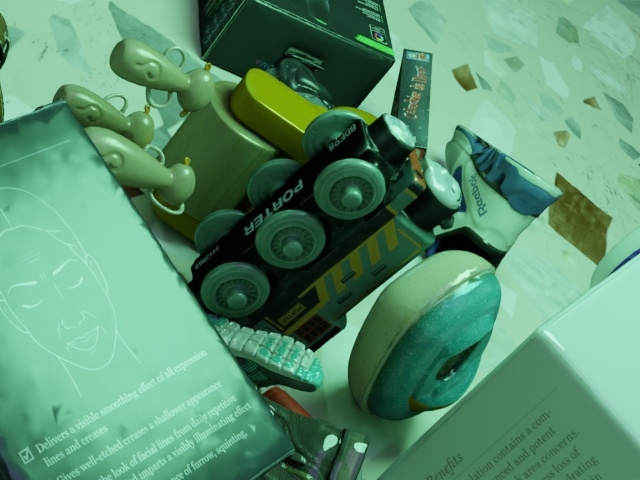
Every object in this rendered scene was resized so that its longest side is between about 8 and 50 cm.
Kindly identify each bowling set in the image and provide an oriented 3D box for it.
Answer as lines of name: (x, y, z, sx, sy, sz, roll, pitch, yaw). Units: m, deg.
bowling set: (-0.237, -0.094, 1.782, 0.154, 0.287, 0.200, 22, 4, -36)

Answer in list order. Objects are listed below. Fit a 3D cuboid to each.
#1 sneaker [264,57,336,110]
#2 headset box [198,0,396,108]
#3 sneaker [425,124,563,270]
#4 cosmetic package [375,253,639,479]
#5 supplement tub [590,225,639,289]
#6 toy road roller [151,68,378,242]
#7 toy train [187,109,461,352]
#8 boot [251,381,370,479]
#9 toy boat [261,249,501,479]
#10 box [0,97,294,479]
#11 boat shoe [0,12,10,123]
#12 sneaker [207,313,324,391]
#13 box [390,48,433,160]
sneaker: (-0.065, -0.164, 2.096, 0.269, 0.101, 0.153, 8, 45, -48)
headset box: (-0.041, -0.331, 2.274, 0.246, 0.131, 0.283, 22, 39, -26)
sneaker: (0.206, -0.044, 2.210, 0.127, 0.182, 0.315, 34, 5, -14)
cosmetic package: (0.336, 0.287, 1.776, 0.393, 0.329, 0.327, 49, 35, 10)
supplement tub: (0.552, 0.140, 2.235, 0.241, 0.241, 0.331, 4, 48, -43)
toy road roller: (-0.025, -0.081, 1.951, 0.330, 0.202, 0.240, 33, 29, -16)
toy train: (0.000, 0.000, 1.784, 0.190, 0.334, 0.142, 37, 23, -32)
boot: (-0.091, 0.247, 1.621, 0.229, 0.091, 0.263, 25, 54, 1)
toy boat: (0.080, 0.163, 1.791, 0.318, 0.267, 0.148, -34, 69, -24)
box: (-0.269, 0.118, 1.403, 0.293, 0.212, 0.395, -28, 83, -51)
boat shoe: (-0.402, -0.230, 1.819, 0.104, 0.110, 0.307, 4, 49, -41)
sneaker: (-0.075, 0.138, 1.728, 0.167, 0.076, 0.065, 19, 29, 17)
box: (0.115, -0.132, 2.179, 0.044, 0.159, 0.233, 10, 39, -2)
